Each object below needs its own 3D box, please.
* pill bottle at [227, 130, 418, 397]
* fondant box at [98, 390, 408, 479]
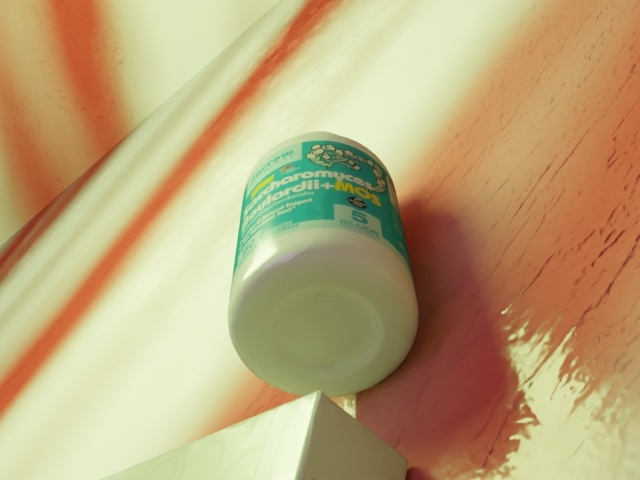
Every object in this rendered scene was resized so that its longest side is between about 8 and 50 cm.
[{"bbox_3d":[0.000,0.000,0.719,0.146,0.146,0.264,-39,25,20],"label":"pill bottle"},{"bbox_3d":[-0.107,0.266,0.557,0.330,0.096,0.238,-31,29,37],"label":"fondant box"}]
